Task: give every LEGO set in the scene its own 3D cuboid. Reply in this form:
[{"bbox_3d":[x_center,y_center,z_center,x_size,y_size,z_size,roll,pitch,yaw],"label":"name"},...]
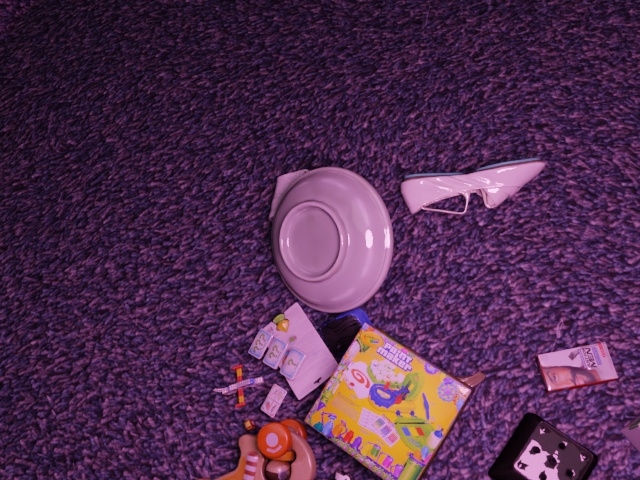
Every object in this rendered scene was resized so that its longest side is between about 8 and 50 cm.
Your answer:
[{"bbox_3d":[-0.167,0.368,1.632,0.183,0.060,0.244,23,81,37],"label":"LEGO set"}]

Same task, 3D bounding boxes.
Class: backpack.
[{"bbox_3d":[0.077,0.231,1.629,0.120,0.101,0.097,-32,90,33],"label":"backpack"}]

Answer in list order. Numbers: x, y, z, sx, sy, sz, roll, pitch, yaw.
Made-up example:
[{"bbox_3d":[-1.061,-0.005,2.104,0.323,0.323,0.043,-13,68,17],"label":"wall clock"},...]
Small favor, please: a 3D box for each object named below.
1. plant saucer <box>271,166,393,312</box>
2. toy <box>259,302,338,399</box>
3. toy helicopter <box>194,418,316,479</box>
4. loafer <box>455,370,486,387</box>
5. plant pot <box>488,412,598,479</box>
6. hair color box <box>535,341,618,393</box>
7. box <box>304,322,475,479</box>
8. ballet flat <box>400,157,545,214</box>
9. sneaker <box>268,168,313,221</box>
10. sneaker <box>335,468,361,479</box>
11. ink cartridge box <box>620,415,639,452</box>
[{"bbox_3d":[0.000,0.000,1.654,0.401,0.101,0.399,2,93,36],"label":"plant saucer"},{"bbox_3d":[-0.053,0.299,1.669,0.137,0.056,0.237,-38,59,2],"label":"toy"},{"bbox_3d":[-0.173,0.607,1.537,0.355,0.140,0.234,-25,72,11],"label":"toy helicopter"},{"bbox_3d":[0.347,0.363,1.561,0.148,0.056,0.050,-26,70,-1],"label":"loafer"},{"bbox_3d":[0.515,0.508,1.403,0.188,0.167,0.187,33,76,23],"label":"plant pot"},{"bbox_3d":[0.632,0.316,1.529,0.168,0.053,0.093,-13,65,6],"label":"hair color box"},{"bbox_3d":[0.172,0.396,1.486,0.290,0.177,0.279,32,88,22],"label":"box"},{"bbox_3d":[0.430,-0.142,1.748,0.401,0.139,0.139,-7,65,13],"label":"ballet flat"},{"bbox_3d":[-0.004,-0.137,1.828,0.293,0.108,0.169,1,70,13],"label":"sneaker"},{"bbox_3d":[0.120,0.647,1.471,0.235,0.078,0.106,23,75,23],"label":"sneaker"},{"bbox_3d":[0.810,0.399,1.401,0.208,0.153,0.086,-35,65,-5],"label":"ink cartridge box"}]
